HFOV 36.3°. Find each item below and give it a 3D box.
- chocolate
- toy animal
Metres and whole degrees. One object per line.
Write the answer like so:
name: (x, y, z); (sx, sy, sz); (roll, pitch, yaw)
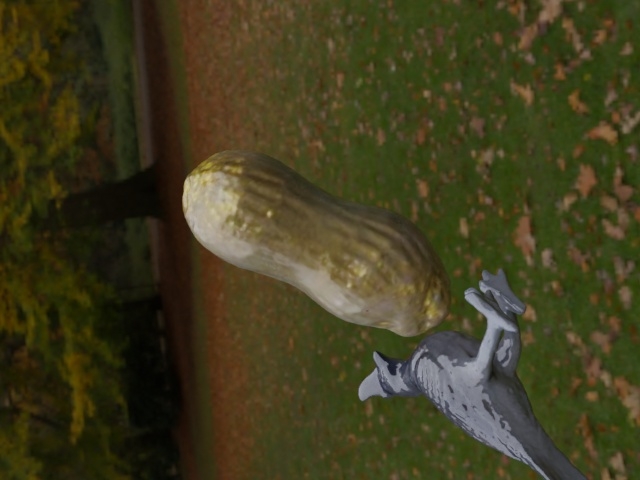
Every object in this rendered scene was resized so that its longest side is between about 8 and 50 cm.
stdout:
chocolate: (0.000, 0.000, 1.035); (0.134, 0.309, 0.134); (-62, 5, 9)
toy animal: (0.166, 0.137, 0.973); (0.367, 0.081, 0.206); (25, 118, 48)
